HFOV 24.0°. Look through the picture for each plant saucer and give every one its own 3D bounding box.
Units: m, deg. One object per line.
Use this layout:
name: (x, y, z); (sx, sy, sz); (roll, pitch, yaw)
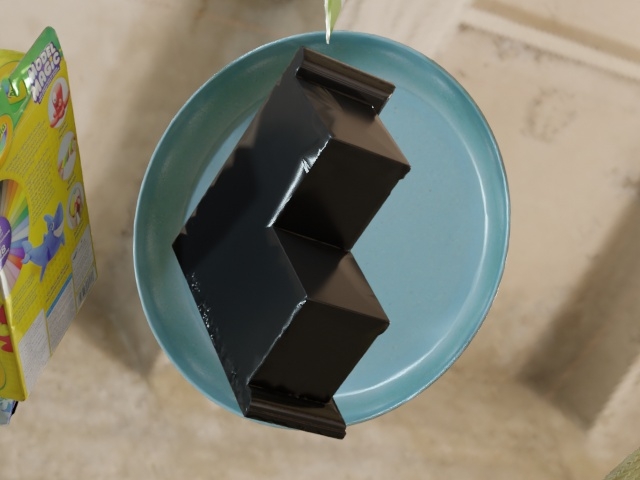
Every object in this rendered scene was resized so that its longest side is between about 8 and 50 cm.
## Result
plant saucer: (0.001, -0.008, 1.191); (0.318, 0.317, 0.044); (-38, -22, 13)

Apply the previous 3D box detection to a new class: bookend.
bookend: (0.000, 0.000, 0.864); (0.072, 0.156, 0.157); (18, -62, -34)

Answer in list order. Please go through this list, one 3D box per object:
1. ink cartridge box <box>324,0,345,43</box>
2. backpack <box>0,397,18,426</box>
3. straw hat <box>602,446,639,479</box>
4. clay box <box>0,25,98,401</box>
ink cartridge box: (-0.019, -0.287, 1.119); (0.097, 0.255, 0.188); (4, -55, 9)
backpack: (-0.327, 0.116, 1.414); (0.084, 0.105, 0.114); (-3, -54, -26)
straw hat: (0.153, 0.108, 0.553); (0.144, 0.061, 0.144); (-38, 1, 0)
clay box: (-0.199, -0.019, 0.962); (0.053, 0.127, 0.222); (10, -47, 13)
